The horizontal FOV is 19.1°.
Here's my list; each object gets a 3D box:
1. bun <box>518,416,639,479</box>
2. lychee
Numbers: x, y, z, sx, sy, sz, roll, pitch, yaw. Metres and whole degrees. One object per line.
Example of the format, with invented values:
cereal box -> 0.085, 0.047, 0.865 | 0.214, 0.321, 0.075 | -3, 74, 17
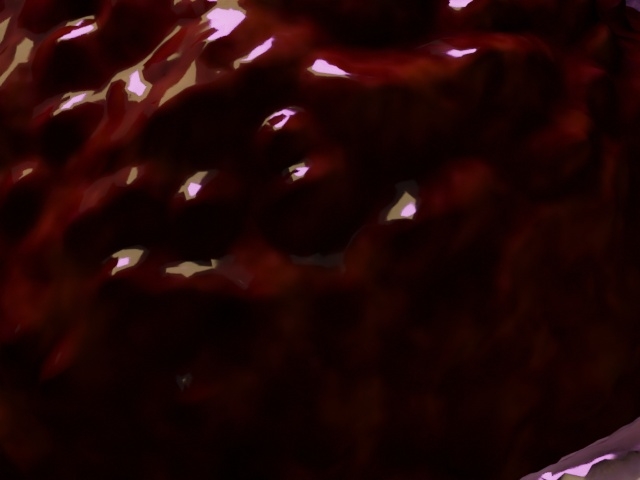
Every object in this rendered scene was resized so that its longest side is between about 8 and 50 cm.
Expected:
bun -> 0.097, 0.119, 0.556 | 0.221, 0.108, 0.221 | -28, -17, -9
lychee -> 0.000, 0.000, 0.867 | 0.500, 0.424, 0.424 | -49, 0, 2
